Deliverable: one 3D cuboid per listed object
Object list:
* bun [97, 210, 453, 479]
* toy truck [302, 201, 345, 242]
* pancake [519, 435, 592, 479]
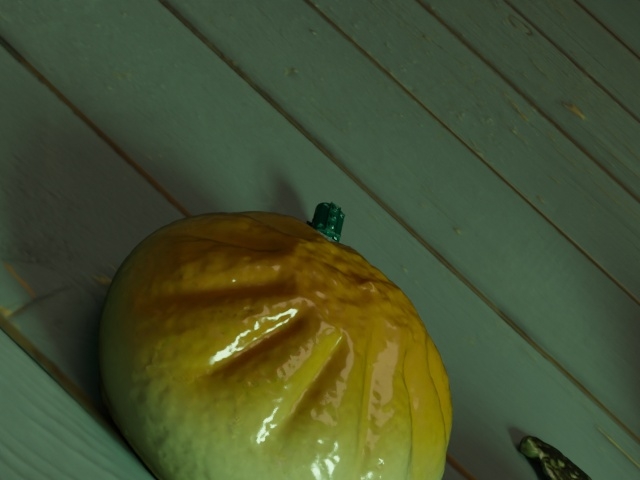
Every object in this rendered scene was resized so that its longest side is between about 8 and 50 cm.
[{"bbox_3d":[-0.012,0.085,1.142,0.299,0.165,0.299,29,32,-21],"label":"bun"},{"bbox_3d":[0.000,0.000,1.398,0.039,0.044,0.083,31,30,-11],"label":"toy truck"},{"bbox_3d":[0.218,0.256,1.326,0.184,0.020,0.190,49,29,15],"label":"pancake"}]
